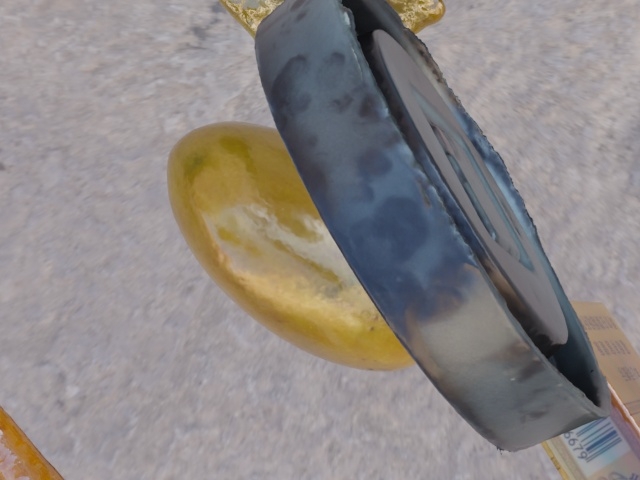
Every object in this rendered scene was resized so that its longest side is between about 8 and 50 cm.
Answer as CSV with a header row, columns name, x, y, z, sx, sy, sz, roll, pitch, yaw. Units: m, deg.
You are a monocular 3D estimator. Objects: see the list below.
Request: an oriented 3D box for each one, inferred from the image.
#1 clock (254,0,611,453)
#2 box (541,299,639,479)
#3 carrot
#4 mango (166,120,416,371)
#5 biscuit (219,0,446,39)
name,x,y,z,sx,sy,sz,roll,pitch,yaw
clock,0.073,-0.022,0.799,0.067,0.325,0.325,-31,96,14
box,0.253,0.178,1.024,0.076,0.174,0.274,-38,72,20
carrot,-0.199,0.192,0.921,0.061,0.061,0.257,-40,77,8
mango,0.000,0.000,1.659,0.445,0.300,0.232,32,130,-22
biscuit,-0.008,-0.224,1.135,0.174,0.039,0.183,-29,116,38
